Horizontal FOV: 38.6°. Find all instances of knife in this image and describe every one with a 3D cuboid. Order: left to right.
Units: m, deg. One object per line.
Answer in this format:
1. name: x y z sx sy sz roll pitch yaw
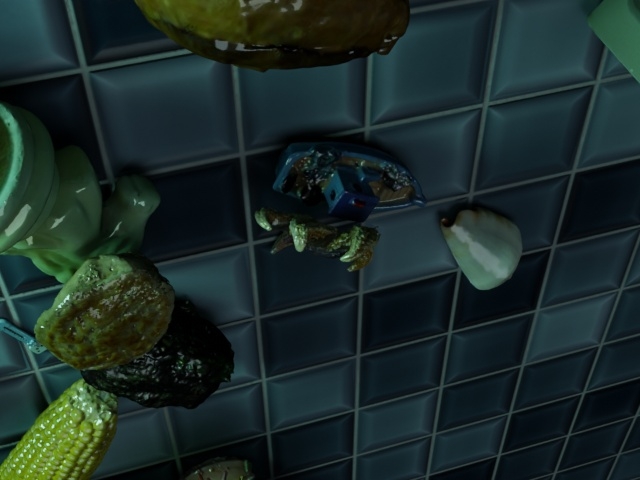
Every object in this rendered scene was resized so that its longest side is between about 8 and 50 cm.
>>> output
1. knife: -0.414 0.133 1.267 0.027 0.010 0.096 -32 138 10

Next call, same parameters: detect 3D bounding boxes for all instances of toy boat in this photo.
1. toy boat: 0.046 -0.073 1.187 0.223 0.097 0.100 9 133 -30

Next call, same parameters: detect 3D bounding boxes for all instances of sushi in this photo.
1. sushi: -0.227 0.155 1.286 0.225 0.124 0.127 25 123 -38

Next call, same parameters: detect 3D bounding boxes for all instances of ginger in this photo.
1. ginger: -0.031 -0.250 0.916 0.321 0.172 0.165 6 94 -27

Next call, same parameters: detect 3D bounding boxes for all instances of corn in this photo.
1. corn: -0.409 0.340 1.400 0.130 0.130 0.347 17 127 -36

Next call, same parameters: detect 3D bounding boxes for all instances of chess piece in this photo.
1. chess piece: -0.302 -0.033 1.057 0.176 0.175 0.298 -34 151 13

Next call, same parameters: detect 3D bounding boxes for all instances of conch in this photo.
1. conch: 0.244 0.005 1.389 0.104 0.094 0.176 -32 113 30

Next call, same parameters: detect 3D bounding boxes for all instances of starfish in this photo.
1. starfish: 0.001 -0.002 1.194 0.238 0.216 0.071 28 81 -50

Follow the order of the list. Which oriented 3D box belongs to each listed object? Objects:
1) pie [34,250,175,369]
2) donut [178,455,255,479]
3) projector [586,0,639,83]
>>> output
1. pie: -0.263 0.087 1.110 0.163 0.079 0.193 -4 139 -41
2. donut: -0.205 0.450 1.655 0.166 0.065 0.117 -44 135 21
3. projector: 0.512 -0.255 1.082 0.249 0.248 0.249 20 123 -38
